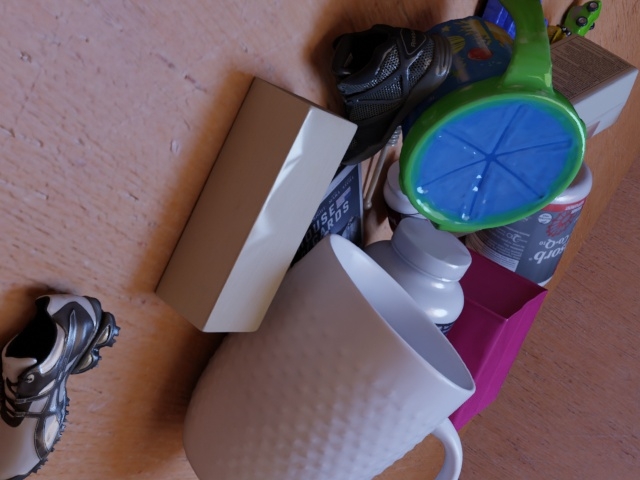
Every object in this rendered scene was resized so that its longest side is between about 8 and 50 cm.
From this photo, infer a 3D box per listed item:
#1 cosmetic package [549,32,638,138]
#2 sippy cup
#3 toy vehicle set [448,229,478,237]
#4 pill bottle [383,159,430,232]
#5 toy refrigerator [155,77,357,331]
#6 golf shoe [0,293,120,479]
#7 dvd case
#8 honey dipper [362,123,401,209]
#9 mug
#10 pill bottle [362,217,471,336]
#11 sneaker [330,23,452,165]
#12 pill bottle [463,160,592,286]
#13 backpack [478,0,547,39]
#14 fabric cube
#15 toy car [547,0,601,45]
[{"bbox_3d":[0.398,-0.239,1.471,0.296,0.153,0.129,-27,145,-27],"label":"cosmetic package"},{"bbox_3d":[0.204,-0.172,1.106,0.305,0.224,0.240,-35,132,27],"label":"sippy cup"},{"bbox_3d":[0.293,-0.056,1.475,0.166,0.035,0.267,-28,180,-12],"label":"toy vehicle set"},{"bbox_3d":[0.146,-0.066,1.334,0.086,0.086,0.152,-51,155,-17],"label":"pill bottle"},{"bbox_3d":[-0.075,-0.036,0.931,0.102,0.094,0.269,9,110,-58],"label":"toy refrigerator"},{"bbox_3d":[-0.276,0.135,0.776,0.094,0.077,0.198,34,80,-56],"label":"golf shoe"},{"bbox_3d":[0.000,0.000,1.197,0.179,0.030,0.238,-48,155,-25],"label":"dvd case"},{"bbox_3d":[0.087,-0.112,1.239,0.030,0.030,0.160,-32,149,-46],"label":"honey dipper"},{"bbox_3d":[0.023,0.233,1.102,0.328,0.374,0.276,-44,-170,11],"label":"mug"},{"bbox_3d":[0.106,0.128,1.326,0.181,0.181,0.322,-17,141,-57],"label":"pill bottle"},{"bbox_3d":[0.047,-0.181,1.016,0.227,0.130,0.087,-45,-143,51],"label":"sneaker"},{"bbox_3d":[0.427,-0.022,1.786,0.210,0.210,0.362,-37,149,-40],"label":"pill bottle"},{"bbox_3d":[0.301,-0.340,1.297,0.098,0.101,0.120,-38,146,-52],"label":"backpack"},{"bbox_3d":[0.238,0.168,1.590,0.259,0.254,0.258,-16,130,-57],"label":"fabric cube"},{"bbox_3d":[0.480,-0.393,1.643,0.225,0.053,0.239,-51,156,-17],"label":"toy car"}]
